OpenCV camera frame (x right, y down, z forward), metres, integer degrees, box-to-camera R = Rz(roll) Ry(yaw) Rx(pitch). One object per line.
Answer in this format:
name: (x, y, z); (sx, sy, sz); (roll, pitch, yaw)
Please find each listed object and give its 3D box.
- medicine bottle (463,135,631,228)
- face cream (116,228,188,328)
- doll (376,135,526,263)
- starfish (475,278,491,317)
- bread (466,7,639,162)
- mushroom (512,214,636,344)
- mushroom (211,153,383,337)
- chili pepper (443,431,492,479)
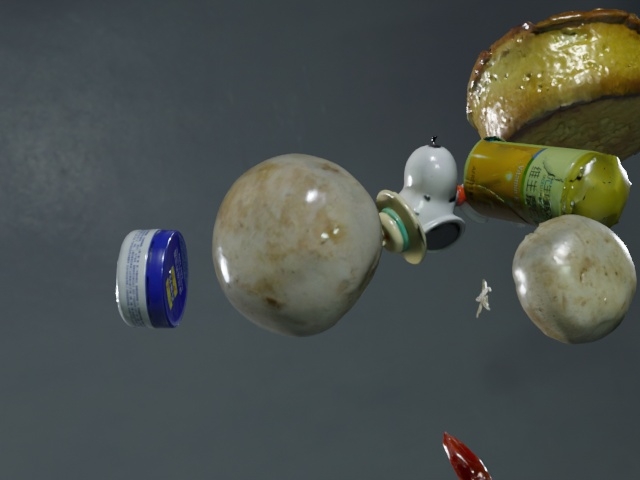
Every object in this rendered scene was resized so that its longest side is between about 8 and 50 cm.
medicine bottle: (0.317, -0.075, 1.415); (0.124, 0.124, 0.239); (-15, 18, -31)
face cream: (-0.348, 0.079, 2.079); (0.111, 0.206, 0.206); (-1, 5, 7)
doll: (0.226, -0.044, 1.682); (0.271, 0.208, 0.144); (20, 12, -33)
starfish: (0.338, 0.112, 2.077); (0.016, 0.086, 0.092); (9, -26, -5)
bread: (0.470, -0.276, 1.944); (0.398, 0.215, 0.398); (-10, -24, -4)
mushroom: (0.317, 0.048, 1.275); (0.166, 0.166, 0.127); (-16, -1, -36)
mushroom: (-0.017, 0.012, 1.646); (0.297, 0.298, 0.290); (-12, -12, 32)
chili pepper: (0.294, 0.455, 1.967); (0.059, 0.191, 0.050); (-18, -30, -35)
